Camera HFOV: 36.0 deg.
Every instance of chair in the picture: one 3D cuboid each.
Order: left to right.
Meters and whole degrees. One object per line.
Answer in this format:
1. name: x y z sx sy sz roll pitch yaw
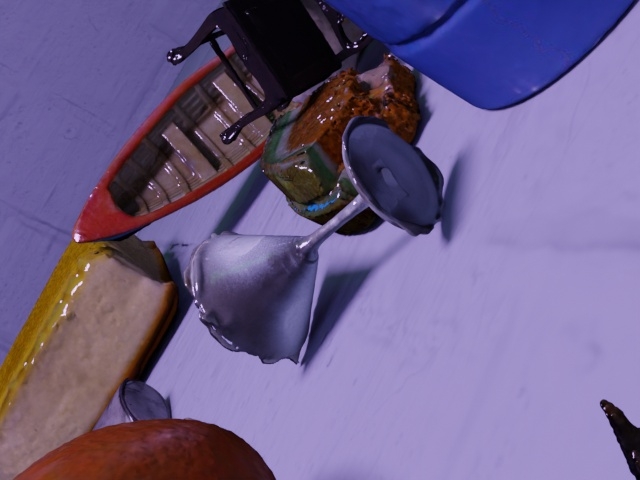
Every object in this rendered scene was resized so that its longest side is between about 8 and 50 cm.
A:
1. chair: -0.017 -0.198 0.900 0.229 0.106 0.113 -31 6 41

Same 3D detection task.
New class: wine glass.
1. wine glass: 0.000 0.000 0.714 0.183 0.122 0.122 -38 26 36

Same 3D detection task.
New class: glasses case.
1. glasses case: -0.257 0.288 1.018 0.299 0.060 0.114 -57 17 7

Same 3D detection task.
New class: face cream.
1. face cream: 0.091 -0.248 0.666 0.249 0.225 0.249 -53 18 25

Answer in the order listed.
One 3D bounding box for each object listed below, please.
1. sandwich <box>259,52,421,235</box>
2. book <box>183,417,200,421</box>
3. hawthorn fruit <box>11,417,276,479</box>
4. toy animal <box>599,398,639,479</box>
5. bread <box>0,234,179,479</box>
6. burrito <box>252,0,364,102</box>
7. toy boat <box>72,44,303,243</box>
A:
1. sandwich: 0.012 -0.084 0.857 0.159 0.079 0.235 -51 18 24
2. book: -0.125 0.246 0.783 0.162 0.022 0.232 -61 17 0
3. hawthorn fruit: -0.091 0.182 0.547 0.199 0.199 0.251 -54 4 17
4. toy animal: 0.145 0.054 0.305 0.108 0.062 0.220 -36 21 12
5. bread: -0.323 0.144 1.315 0.323 0.143 0.333 -59 17 4
6. burrito: -0.003 -0.291 0.987 0.143 0.105 0.299 -124 36 -48
7. toy boat: -0.135 -0.123 1.186 0.392 0.136 0.079 -41 -12 -1
